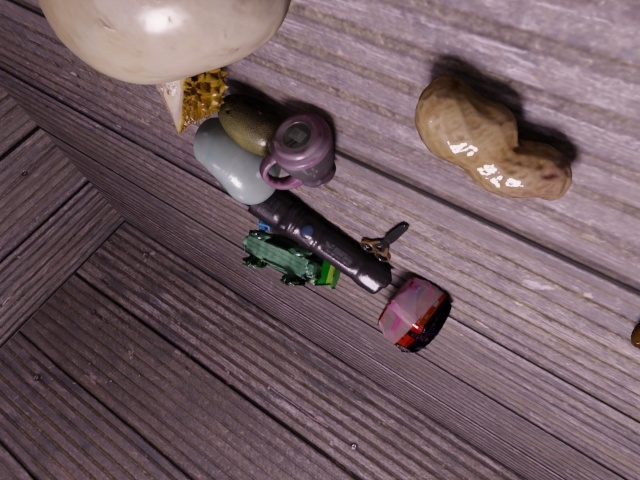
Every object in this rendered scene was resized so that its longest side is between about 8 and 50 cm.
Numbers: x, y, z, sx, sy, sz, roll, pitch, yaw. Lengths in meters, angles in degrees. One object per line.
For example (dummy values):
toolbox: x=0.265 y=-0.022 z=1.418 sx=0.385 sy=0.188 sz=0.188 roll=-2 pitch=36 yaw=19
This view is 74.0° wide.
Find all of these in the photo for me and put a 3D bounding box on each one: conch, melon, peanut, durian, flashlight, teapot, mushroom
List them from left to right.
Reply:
mushroom: x=-0.199 y=-0.362 z=0.492 sx=0.314 sy=0.314 sz=0.335 roll=4 pitch=121 yaw=54
durian: x=-0.256 y=-0.343 z=0.767 sx=0.183 sy=0.138 sz=0.249 roll=-122 pitch=10 yaw=-46
conch: x=-0.176 y=-0.184 z=0.953 sx=0.121 sy=0.184 sz=0.221 roll=-28 pitch=138 yaw=20
melon: x=-0.138 y=-0.233 z=0.851 sx=0.162 sy=0.099 sz=0.099 roll=36 pitch=159 yaw=14
teapot: x=-0.031 y=-0.150 z=0.815 sx=0.116 sy=0.148 sz=0.146 roll=31 pitch=171 yaw=25
flashlight: x=0.000 y=0.000 z=1.122 sx=0.424 sy=0.103 sz=0.103 roll=35 pitch=159 yaw=1
peanut: x=0.221 y=-0.123 z=0.555 sx=0.228 sy=0.085 sz=0.104 roll=36 pitch=148 yaw=-5

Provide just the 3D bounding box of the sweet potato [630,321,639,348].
sweet potato: x=0.503 y=0.096 z=0.593 sx=0.108 sy=0.079 sz=0.346 roll=32 pitch=159 yaw=46

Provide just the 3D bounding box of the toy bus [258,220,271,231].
toy bus: x=-0.148 y=-0.071 z=1.231 sx=0.046 sy=0.083 sz=0.038 roll=21 pitch=156 yaw=6

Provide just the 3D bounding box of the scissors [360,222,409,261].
scissors: x=0.158 y=0.000 z=1.001 sx=0.088 sy=0.017 sz=0.220 roll=37 pitch=158 yaw=0

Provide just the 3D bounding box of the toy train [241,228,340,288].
toy train: x=-0.089 y=0.051 z=1.260 sx=0.301 sy=0.120 sz=0.202 roll=19 pitch=-173 yaw=37

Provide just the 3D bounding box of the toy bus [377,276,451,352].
toy bus: x=0.246 y=0.209 z=1.157 sx=0.147 sy=0.127 sz=0.302 roll=37 pitch=161 yaw=12
